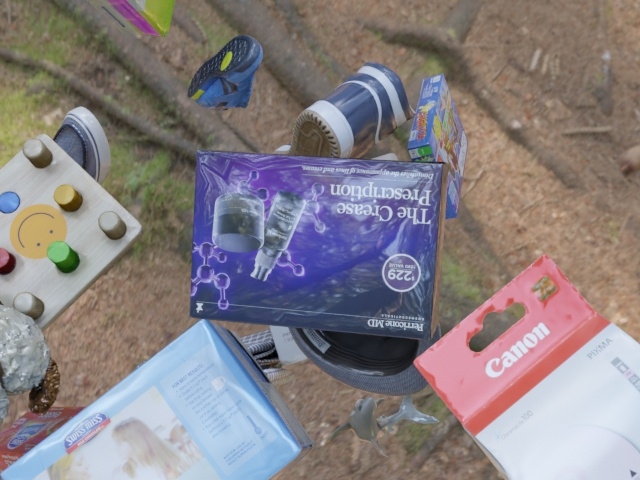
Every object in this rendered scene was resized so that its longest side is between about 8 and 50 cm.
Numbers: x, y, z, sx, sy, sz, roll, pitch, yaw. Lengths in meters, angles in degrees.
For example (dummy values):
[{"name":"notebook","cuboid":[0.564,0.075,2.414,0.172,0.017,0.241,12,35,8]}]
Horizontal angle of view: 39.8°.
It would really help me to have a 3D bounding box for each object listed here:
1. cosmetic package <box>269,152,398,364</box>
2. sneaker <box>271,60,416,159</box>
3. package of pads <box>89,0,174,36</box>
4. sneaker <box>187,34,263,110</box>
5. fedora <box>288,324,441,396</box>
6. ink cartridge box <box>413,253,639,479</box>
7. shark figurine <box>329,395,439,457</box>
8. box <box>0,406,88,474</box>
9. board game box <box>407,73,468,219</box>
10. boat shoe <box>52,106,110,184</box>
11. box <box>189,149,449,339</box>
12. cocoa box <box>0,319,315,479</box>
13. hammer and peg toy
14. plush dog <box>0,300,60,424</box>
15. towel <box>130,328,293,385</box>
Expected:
[{"name":"cosmetic package","cuboid":[0.047,0.022,1.891,0.329,0.394,0.328,-16,98,9]},{"name":"sneaker","cuboid":[0.028,-0.138,1.180,0.153,0.282,0.099,-40,88,-19]},{"name":"package of pads","cuboid":[-0.314,-0.518,1.498,0.101,0.229,0.297,6,82,14]},{"name":"sneaker","cuboid":[-0.124,-0.245,1.328,0.082,0.209,0.069,26,69,-24]},{"name":"fedora","cuboid":[0.080,0.105,1.366,0.275,0.244,0.124,8,27,28]},{"name":"ink cartridge box","cuboid":[0.235,0.154,0.861,0.189,0.066,0.232,-38,88,-10]},{"name":"shark figurine","cuboid":[0.136,0.417,1.925,0.116,0.166,0.278,50,18,28]},{"name":"box","cuboid":[-0.455,0.370,1.516,0.122,0.256,0.128,-42,109,-37]},{"name":"board game box","cuboid":[0.183,-0.145,1.350,0.136,0.035,0.201,63,28,-31]},{"name":"boat shoe","cuboid":[-0.535,-0.117,1.803,0.127,0.341,0.158,41,52,12]},{"name":"box","cuboid":[0.000,0.000,0.956,0.261,0.103,0.184,4,97,11]},{"name":"cocoa box","cuboid":[-0.213,0.308,1.246,0.347,0.228,0.231,-38,79,-3]},{"name":"hammer and peg toy","cuboid":[-0.505,0.021,1.445,0.266,0.127,0.361,43,79,11]},{"name":"plush dog","cuboid":[-0.504,0.184,1.289,0.262,0.210,0.225,53,50,-3]},{"name":"towel","cuboid":[-0.218,0.267,1.826,0.283,0.235,0.121,-14,83,13]}]
